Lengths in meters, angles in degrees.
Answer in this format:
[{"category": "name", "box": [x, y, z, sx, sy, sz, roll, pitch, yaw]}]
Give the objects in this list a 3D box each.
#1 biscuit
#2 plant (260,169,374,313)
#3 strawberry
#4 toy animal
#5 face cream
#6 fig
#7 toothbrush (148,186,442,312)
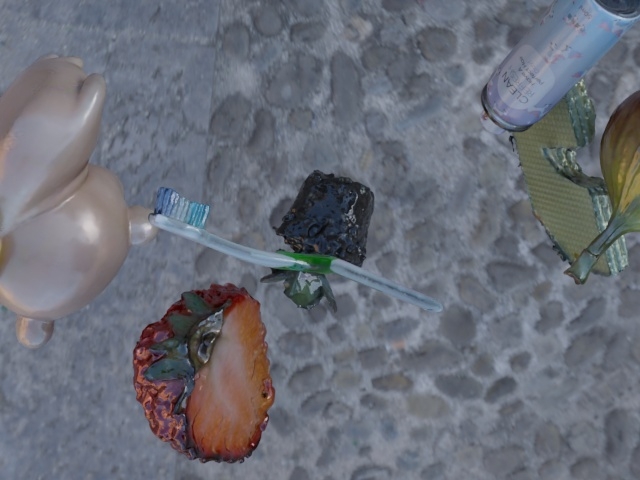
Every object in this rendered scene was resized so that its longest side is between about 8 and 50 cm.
[{"category": "biscuit", "box": [0.287, -0.084, 1.264, 0.046, 0.147, 0.250, -23, 106, -17]}, {"category": "plant", "box": [0.000, 0.000, 1.591, 0.142, 0.131, 0.203, 15, 94, 11]}, {"category": "strawberry", "box": [-0.136, 0.153, 1.175, 0.111, 0.190, 0.236, 11, 146, 23]}, {"category": "toy animal", "box": [-0.333, -0.051, 1.346, 0.246, 0.277, 0.345, 30, 96, -21]}, {"category": "face cream", "box": [0.235, -0.184, 1.098, 0.075, 0.075, 0.229, 18, 146, -13]}, {"category": "fig", "box": [0.347, -0.045, 1.107, 0.143, 0.160, 0.231, 21, 86, -40]}, {"category": "toothbrush", "box": [-0.010, 0.028, 1.151, 0.418, 0.042, 0.040, 23, 81, -40]}]
